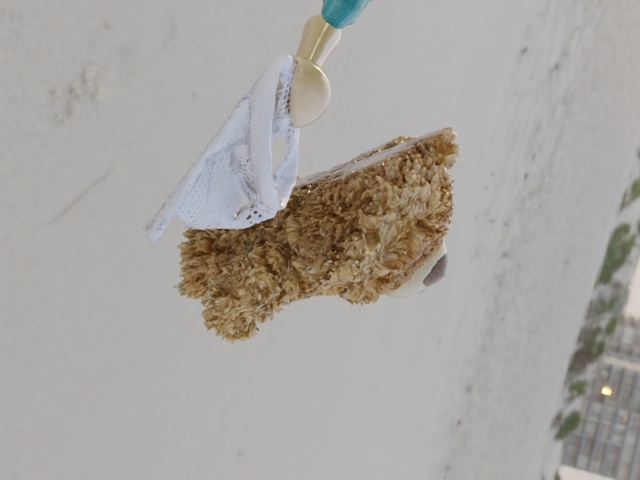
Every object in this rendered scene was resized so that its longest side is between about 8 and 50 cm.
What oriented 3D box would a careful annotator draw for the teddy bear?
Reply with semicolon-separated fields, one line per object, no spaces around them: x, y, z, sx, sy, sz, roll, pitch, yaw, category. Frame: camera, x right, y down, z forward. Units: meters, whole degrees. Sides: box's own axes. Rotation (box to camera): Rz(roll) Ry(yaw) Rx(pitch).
0.000;0.000;0.791;0.245;0.338;0.113;-35;103;-45;teddy bear

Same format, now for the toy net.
0.019;-0.082;0.360;0.232;0.045;0.122;-53;-172;-9;toy net
